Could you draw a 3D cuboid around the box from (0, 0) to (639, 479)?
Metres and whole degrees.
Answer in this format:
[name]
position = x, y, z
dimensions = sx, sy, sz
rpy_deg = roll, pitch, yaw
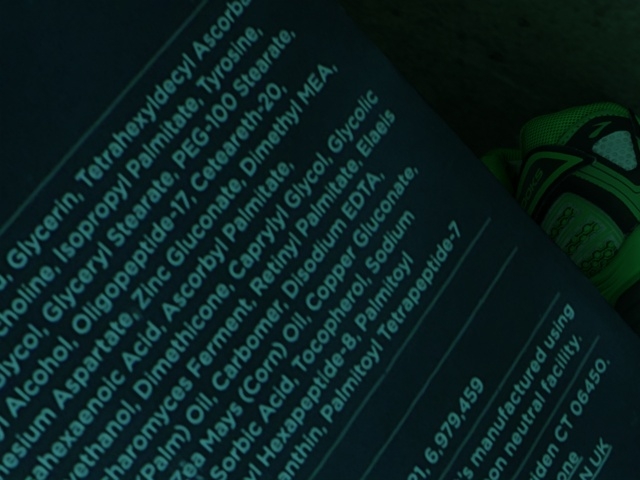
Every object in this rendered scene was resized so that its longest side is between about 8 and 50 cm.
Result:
[box]
position = -0.164, 0.046, 0.693
dimensions = 0.472, 0.297, 0.480
rpy_deg = 44, 156, -19

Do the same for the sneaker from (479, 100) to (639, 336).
[sneaker]
position = 0.145, 0.017, 0.816
dimensions = 0.343, 0.134, 0.146
rpy_deg = 115, 132, -71
